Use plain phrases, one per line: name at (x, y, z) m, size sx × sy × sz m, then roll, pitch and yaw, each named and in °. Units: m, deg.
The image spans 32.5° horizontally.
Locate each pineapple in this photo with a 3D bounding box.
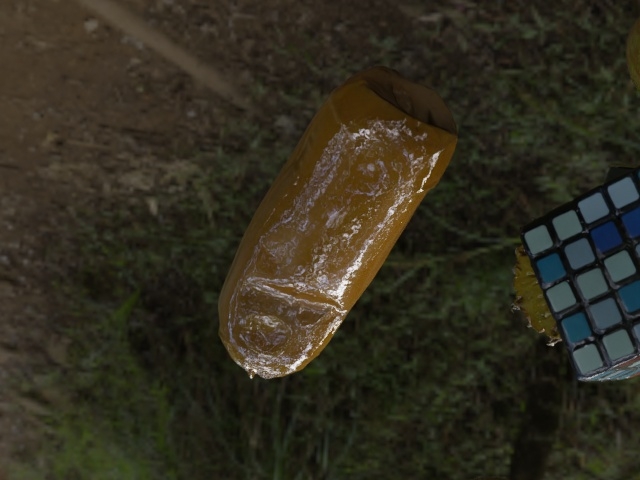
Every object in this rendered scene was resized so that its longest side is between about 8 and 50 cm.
pineapple at (0.365, 0.088, 1.746) m, size 0.080 × 0.233 × 0.135 m, roll 13°, pitch 132°, yaw -38°

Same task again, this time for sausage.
sausage at (-0.001, -0.003, 1.054) m, size 0.134 × 0.116 × 0.354 m, roll 17°, pitch 126°, yaw -23°

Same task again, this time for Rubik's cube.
Rubik's cube at (0.351, 0.036, 1.196) m, size 0.184 × 0.187 × 0.182 m, roll -28°, pitch 162°, yaw 25°

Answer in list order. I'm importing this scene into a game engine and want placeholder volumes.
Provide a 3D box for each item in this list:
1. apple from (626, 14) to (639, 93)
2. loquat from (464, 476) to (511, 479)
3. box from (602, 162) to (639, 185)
apple at (0.625, -0.296, 1.766) m, size 0.246 × 0.226 × 0.246 m, roll -19°, pitch 157°, yaw -9°
loquat at (0.238, 0.464, 1.510) m, size 0.276 × 0.276 × 0.284 m, roll 12°, pitch 177°, yaw -23°
box at (0.563, -0.058, 1.828) m, size 0.145 × 0.090 × 0.201 m, roll 26°, pitch 178°, yaw -21°
